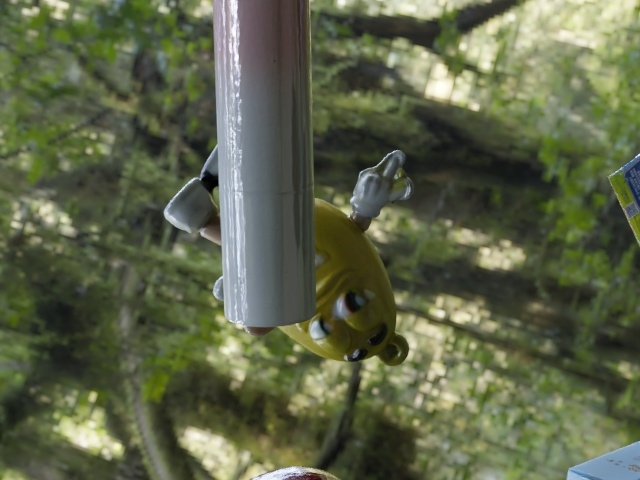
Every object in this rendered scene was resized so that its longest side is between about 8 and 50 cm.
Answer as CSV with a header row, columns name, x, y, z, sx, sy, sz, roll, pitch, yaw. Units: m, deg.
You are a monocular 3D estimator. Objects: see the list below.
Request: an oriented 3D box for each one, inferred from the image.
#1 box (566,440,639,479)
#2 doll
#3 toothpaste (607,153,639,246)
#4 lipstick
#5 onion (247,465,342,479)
name,x,y,z,sx,sy,sz,roll,pitch,yaw
box,0.390,0.346,1.812,0.232,0.083,0.143,-6,-73,-53
doll,-0.037,-0.003,2.234,0.161,0.423,0.348,-48,-28,-77
toothpaste,0.333,0.014,1.369,0.044,0.193,0.070,9,-38,-44
lipstick,-0.050,-0.090,1.280,0.087,0.087,0.327,-28,-61,-63
onion,-0.013,0.505,2.061,0.341,0.341,0.341,16,-90,-70
